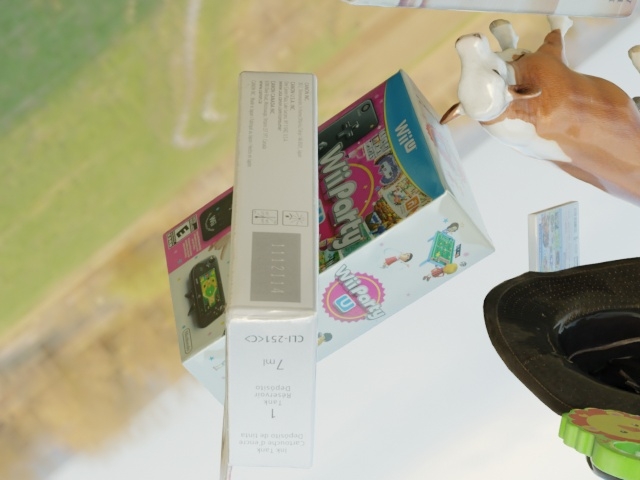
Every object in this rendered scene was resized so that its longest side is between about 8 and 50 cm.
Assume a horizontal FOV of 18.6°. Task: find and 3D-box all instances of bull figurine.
[{"bbox_3d":[0.244,-0.134,1.925,0.101,0.310,0.188,-39,-149,41],"label":"bull figurine"}]

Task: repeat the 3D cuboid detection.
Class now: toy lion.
[{"bbox_3d":[0.182,0.120,1.130,0.100,0.096,0.034,-20,122,-69],"label":"toy lion"}]

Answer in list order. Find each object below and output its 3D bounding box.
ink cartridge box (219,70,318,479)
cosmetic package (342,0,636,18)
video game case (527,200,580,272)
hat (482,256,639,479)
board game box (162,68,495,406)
[{"bbox_3d":[-0.038,0.062,1.432,0.296,0.066,0.261,-90,-177,-53],"label":"ink cartridge box"},{"bbox_3d":[0.095,-0.236,1.287,0.296,0.129,0.153,-6,118,-46],"label":"cosmetic package"},{"bbox_3d":[0.238,0.009,1.995,0.011,0.087,0.122,2,-172,27],"label":"video game case"},{"bbox_3d":[0.296,0.140,1.731,0.331,0.331,0.134,-38,138,-52],"label":"hat"},{"bbox_3d":[0.000,0.000,1.900,0.303,0.097,0.224,-33,-145,13],"label":"board game box"}]
